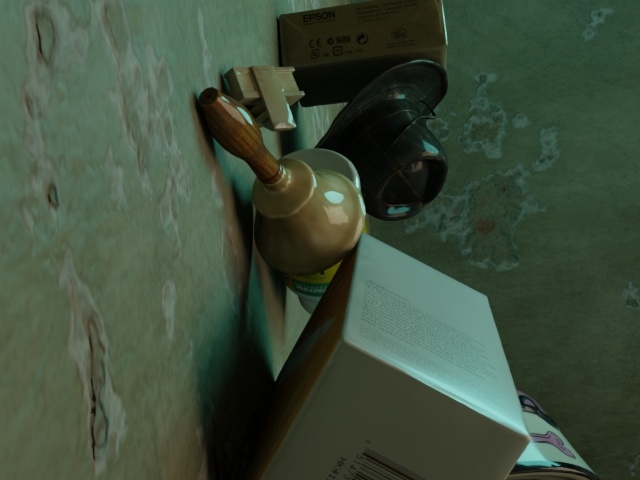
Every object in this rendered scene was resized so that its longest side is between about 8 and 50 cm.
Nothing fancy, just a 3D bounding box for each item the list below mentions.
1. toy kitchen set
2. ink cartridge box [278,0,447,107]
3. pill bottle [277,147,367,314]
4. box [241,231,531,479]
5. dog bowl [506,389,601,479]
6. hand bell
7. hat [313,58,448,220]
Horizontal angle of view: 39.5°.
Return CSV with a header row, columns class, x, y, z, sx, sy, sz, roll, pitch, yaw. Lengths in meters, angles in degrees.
class,x,y,z,sx,sy,sz,roll,pitch,yaw
toy kitchen set,-0.065,-0.128,0.898,0.083,0.075,0.068,-11,76,-46
ink cartridge box,0.069,-0.279,1.327,0.193,0.234,0.088,52,32,-80
pill bottle,0.000,0.000,1.082,0.208,0.117,0.118,79,9,-49
box,0.052,0.156,0.847,0.215,0.168,0.345,-61,-178,14
dog bowl,0.164,0.347,1.194,0.408,0.407,0.150,78,-4,-50
hand bell,-0.052,-0.072,0.846,0.242,0.126,0.126,53,32,-57
hat,0.111,-0.110,1.316,0.134,0.331,0.331,47,-6,18
